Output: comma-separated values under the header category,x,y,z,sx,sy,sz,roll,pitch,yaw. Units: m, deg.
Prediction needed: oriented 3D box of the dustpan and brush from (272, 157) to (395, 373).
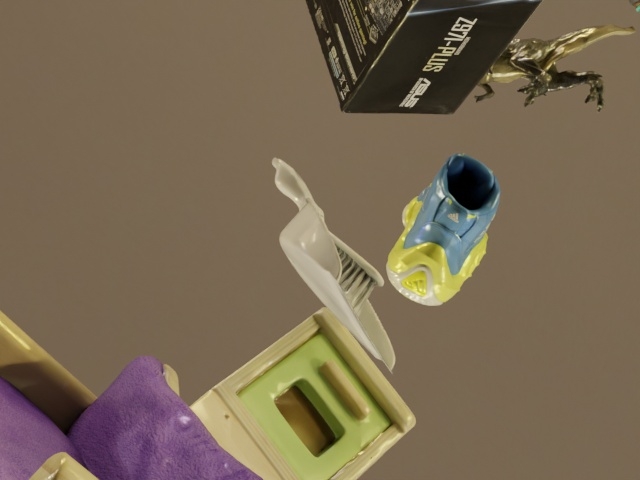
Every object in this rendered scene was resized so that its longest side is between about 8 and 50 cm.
category,x,y,z,sx,sy,sz,roll,pitch,yaw
dustpan and brush,0.000,0.000,1.034,0.060,0.147,0.211,-40,-129,-8

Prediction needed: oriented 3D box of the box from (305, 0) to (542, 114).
category,x,y,z,sx,sy,sz,roll,pitch,yaw
box,0.049,-0.183,0.679,0.077,0.147,0.180,-2,-120,-27

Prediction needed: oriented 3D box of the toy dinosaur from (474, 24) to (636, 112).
category,x,y,z,sx,sy,sz,roll,pitch,yaw
toy dinosaur,0.234,-0.180,1.291,0.268,0.064,0.118,-14,-143,-10

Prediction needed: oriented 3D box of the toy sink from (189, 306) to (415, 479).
category,x,y,z,sx,sy,sz,roll,pitch,yaw
toy sink,-0.012,0.171,1.223,0.153,0.234,0.131,53,-45,5

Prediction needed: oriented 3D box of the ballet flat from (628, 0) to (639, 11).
category,x,y,z,sx,sy,sz,roll,pitch,yaw
ballet flat,0.431,-0.320,1.373,0.203,0.074,0.074,-17,-109,37

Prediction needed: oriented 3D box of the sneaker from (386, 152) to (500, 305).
category,x,y,z,sx,sy,sz,roll,pitch,yaw
sneaker,0.136,-0.030,1.170,0.091,0.240,0.126,29,-64,-1

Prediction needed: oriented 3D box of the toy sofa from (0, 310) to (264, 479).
category,x,y,z,sx,sy,sz,roll,pitch,yaw
toy sofa,-0.171,0.149,0.831,0.177,0.362,0.150,-47,-67,-6
